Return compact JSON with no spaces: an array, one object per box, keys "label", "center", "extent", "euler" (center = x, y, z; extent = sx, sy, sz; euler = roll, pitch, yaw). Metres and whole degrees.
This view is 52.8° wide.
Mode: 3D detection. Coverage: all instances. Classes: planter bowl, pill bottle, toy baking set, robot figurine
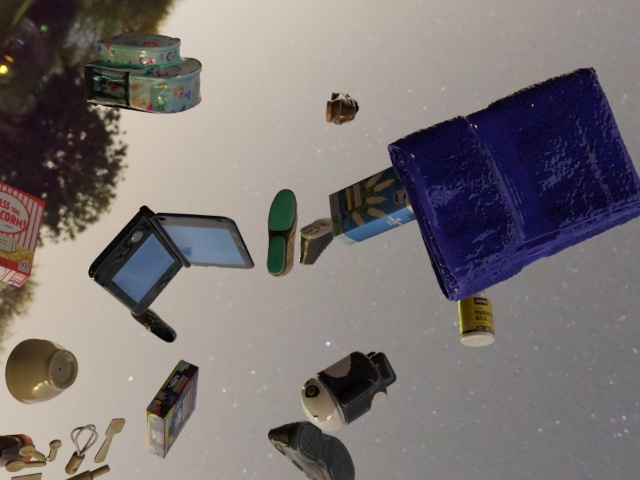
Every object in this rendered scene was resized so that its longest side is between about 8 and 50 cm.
[{"label":"planter bowl","center":[-0.671,0.320,1.587],"extent":[0.109,0.162,0.162],"euler":[-7,-132,22]},{"label":"pill bottle","center":[0.296,0.139,1.234],"extent":[0.065,0.065,0.116],"euler":[-27,-129,41]},{"label":"toy baking set","center":[-0.515,0.456,1.323],"extent":[0.256,0.196,0.030],"euler":[-17,-134,-19]},{"label":"robot figurine","center":[0.076,0.421,1.843],"extent":[0.278,0.209,0.173],"euler":[-28,-127,-19]}]

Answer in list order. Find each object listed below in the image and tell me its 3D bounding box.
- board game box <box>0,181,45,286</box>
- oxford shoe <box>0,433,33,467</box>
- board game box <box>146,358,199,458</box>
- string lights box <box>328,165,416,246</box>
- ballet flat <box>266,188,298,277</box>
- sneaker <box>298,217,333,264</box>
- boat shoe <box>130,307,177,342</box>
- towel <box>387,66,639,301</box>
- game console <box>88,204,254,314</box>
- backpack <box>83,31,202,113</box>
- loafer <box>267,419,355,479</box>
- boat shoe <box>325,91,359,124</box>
[{"label":"board game box","center":[-0.615,-0.023,1.222],"extent":[0.045,0.147,0.193],"euler":[-36,-136,29]},{"label":"oxford shoe","center":[-0.838,0.517,1.576],"extent":[0.272,0.098,0.096],"euler":[-14,-104,20]},{"label":"board game box","center":[-0.316,0.361,1.381],"extent":[0.141,0.048,0.170],"euler":[-58,167,-45]},{"label":"string lights box","center":[0.151,-0.094,1.630],"extent":[0.260,0.077,0.133],"euler":[-23,-122,30]},{"label":"ballet flat","center":[-0.086,-0.015,1.498],"extent":[0.073,0.067,0.206],"euler":[7,-97,21]},{"label":"sneaker","center":[0.000,0.000,2.122],"extent":[0.083,0.222,0.118],"euler":[27,-61,31]},{"label":"boat shoe","center":[-0.431,0.216,1.672],"extent":[0.049,0.142,0.040],"euler":[-52,-168,-1]},{"label":"towel","center":[0.266,-0.078,0.845],"extent":[0.308,0.227,0.076],"euler":[-23,-175,-10]},{"label":"game console","center":[-0.297,0.060,1.348],"extent":[0.250,0.173,0.293],"euler":[-52,163,-16]},{"label":"backpack","center":[-0.417,-0.403,1.577],"extent":[0.225,0.254,0.191],"euler":[-58,163,-60]},{"label":"loafer","center":[-0.014,0.448,1.350],"extent":[0.084,0.267,0.096],"euler":[-7,-132,30]},{"label":"boat shoe","center":[0.055,-0.311,1.531],"extent":[0.207,0.073,0.073],"euler":[-79,169,-68]}]
